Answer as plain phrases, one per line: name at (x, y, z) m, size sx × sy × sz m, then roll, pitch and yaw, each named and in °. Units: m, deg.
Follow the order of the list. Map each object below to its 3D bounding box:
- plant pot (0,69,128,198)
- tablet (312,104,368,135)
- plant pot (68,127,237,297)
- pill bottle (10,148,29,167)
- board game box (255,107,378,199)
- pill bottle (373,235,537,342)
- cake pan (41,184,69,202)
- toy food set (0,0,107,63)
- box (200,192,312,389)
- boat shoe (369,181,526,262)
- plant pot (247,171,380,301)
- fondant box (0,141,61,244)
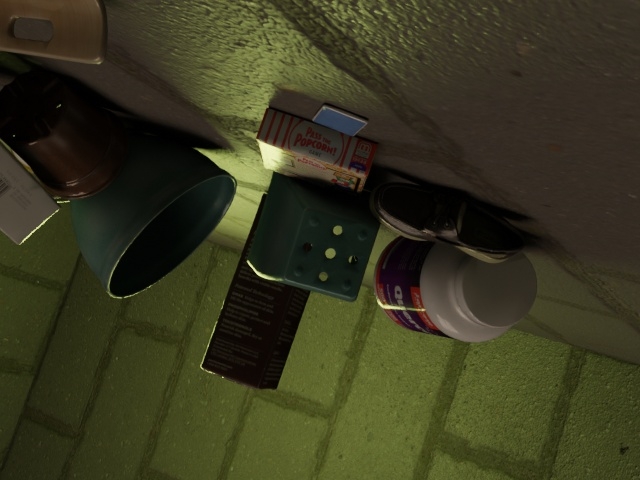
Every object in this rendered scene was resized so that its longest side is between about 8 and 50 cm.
plant pot at (-0.411, -0.171, 1.374) m, size 0.166 × 0.167 × 0.165 m, roll 16°, pitch 166°, yaw 20°
tablet at (0.022, -0.138, 1.019) m, size 0.054 × 0.006 × 0.083 m, roll 20°, pitch 173°, yaw -8°
plant pot at (-0.319, -0.071, 1.544) m, size 0.196 × 0.293 × 0.293 m, roll 44°, pitch 179°, yaw 11°
pill bottle at (-0.526, -0.189, 1.672) m, size 0.119 × 0.119 × 0.208 m, roll 21°, pitch 174°, yaw -17°
board game box at (-0.006, -0.109, 1.169) m, size 0.146 × 0.045 × 0.193 m, roll 19°, pitch 174°, yaw 1°
pill bottle at (0.217, 0.069, 1.446) m, size 0.181 × 0.182 × 0.323 m, roll 20°, pitch 174°, yaw -14°
cake pan at (-0.427, -0.119, 1.786) m, size 0.293 × 0.054 × 0.293 m, roll -8°, pitch -177°, yaw 0°
toy food set at (-0.370, -0.250, 0.801) m, size 0.219 × 0.092 × 0.306 m, roll 15°, pitch 173°, yaw 33°
box at (-0.106, 0.112, 1.849) m, size 0.143 × 0.382 × 0.191 m, roll 20°, pitch 174°, yaw 11°
boat shoe at (0.178, -0.031, 1.205) m, size 0.223 × 0.080 × 0.073 m, roll 21°, pitch 162°, yaw -14°
plant pot at (0.000, 0.000, 1.293) m, size 0.165 × 0.166 × 0.234 m, roll 16°, pitch -173°, yaw -11°
fondant box at (-0.570, -0.166, 1.352) m, size 0.330 × 0.096 × 0.238 m, roll 42°, pitch 168°, yaw 25°
